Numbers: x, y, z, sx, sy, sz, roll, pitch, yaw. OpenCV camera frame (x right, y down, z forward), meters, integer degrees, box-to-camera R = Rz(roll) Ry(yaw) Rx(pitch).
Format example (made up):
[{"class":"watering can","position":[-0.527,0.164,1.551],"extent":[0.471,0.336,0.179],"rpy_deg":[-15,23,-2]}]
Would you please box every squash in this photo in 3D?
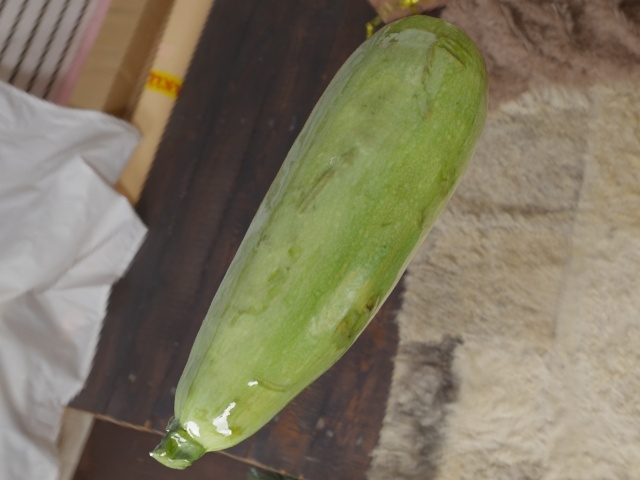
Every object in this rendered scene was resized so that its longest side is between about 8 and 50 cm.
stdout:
[{"class":"squash","position":[0.007,0.003,0.689],"extent":[0.118,0.118,0.370],"rpy_deg":[22,75,35]}]
